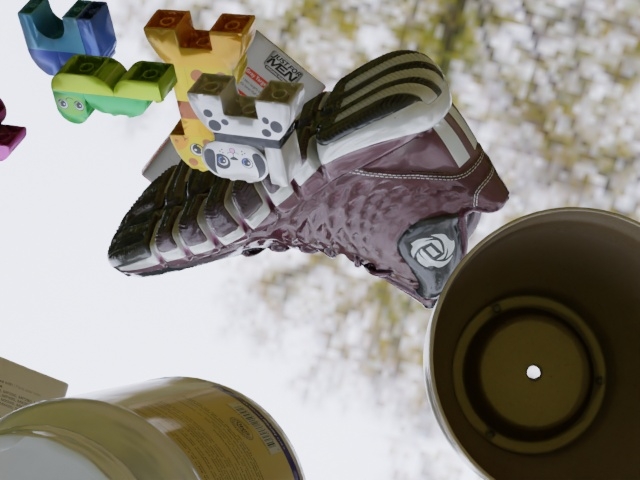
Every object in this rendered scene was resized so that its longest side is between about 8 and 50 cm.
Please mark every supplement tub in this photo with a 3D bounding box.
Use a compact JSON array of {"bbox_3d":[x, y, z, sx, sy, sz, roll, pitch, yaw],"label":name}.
[{"bbox_3d":[-0.166,0.240,1.610,0.241,0.241,0.331,23,-172,17],"label":"supplement tub"}]

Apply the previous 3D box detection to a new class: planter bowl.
[{"bbox_3d":[0.128,0.069,1.086,0.162,0.162,0.109,9,171,-7],"label":"planter bowl"}]

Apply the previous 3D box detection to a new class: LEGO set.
[{"bbox_3d":[-0.095,-0.068,1.052,0.227,0.093,0.087,8,-139,24],"label":"LEGO set"}]

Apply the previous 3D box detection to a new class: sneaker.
[{"bbox_3d":[0.000,0.000,1.304,0.162,0.281,0.106,48,-142,-24],"label":"sneaker"}]

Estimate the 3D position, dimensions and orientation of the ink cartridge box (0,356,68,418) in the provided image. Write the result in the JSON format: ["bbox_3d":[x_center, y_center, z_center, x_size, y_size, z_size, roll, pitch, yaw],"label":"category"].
[{"bbox_3d":[-0.357,0.265,2.084,0.100,0.172,0.237,22,-130,-15],"label":"ink cartridge box"}]

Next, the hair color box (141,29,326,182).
[{"bbox_3d":[-0.067,-0.085,1.519,0.072,0.141,0.043,39,-179,-8],"label":"hair color box"}]
